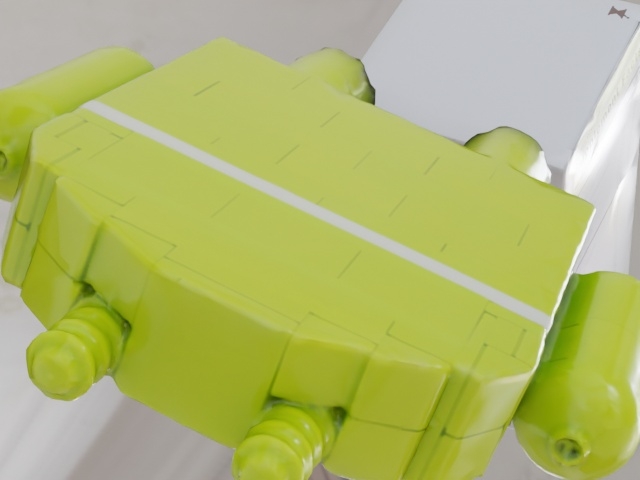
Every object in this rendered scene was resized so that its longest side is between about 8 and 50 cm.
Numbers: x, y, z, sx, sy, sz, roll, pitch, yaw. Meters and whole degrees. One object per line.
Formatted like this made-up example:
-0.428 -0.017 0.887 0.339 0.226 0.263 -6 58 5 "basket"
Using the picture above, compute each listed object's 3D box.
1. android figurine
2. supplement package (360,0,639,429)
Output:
0.000 0.000 0.468 0.273 0.248 0.056 -52 -15 -63 "android figurine"
0.103 -0.019 0.806 0.139 0.134 0.244 -57 -27 -34 "supplement package"
